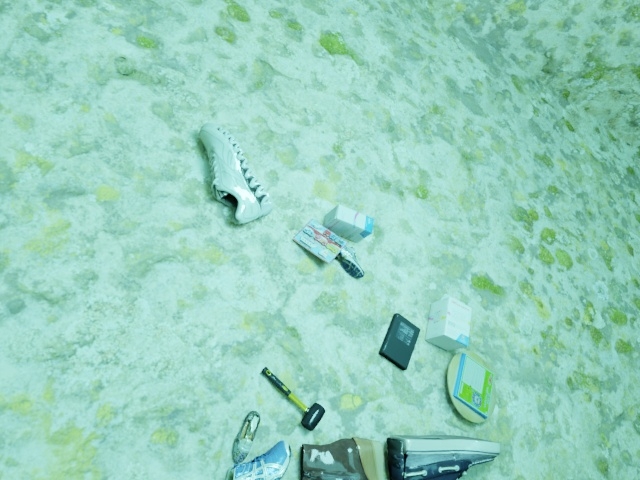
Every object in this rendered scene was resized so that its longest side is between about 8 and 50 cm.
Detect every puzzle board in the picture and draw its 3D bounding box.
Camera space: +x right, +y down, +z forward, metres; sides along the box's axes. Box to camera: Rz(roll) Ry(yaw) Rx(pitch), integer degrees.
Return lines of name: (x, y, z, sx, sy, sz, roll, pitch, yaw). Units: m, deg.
puzzle board: (0.000, 0.000, 1.328, 0.128, 0.011, 0.096, 34, 54, 14)

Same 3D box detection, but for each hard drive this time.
hard drive: (0.230, 0.290, 1.359, 0.094, 0.022, 0.135, 37, 57, -12)

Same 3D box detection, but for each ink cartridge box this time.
ink cartridge box: (0.080, -0.049, 1.374, 0.122, 0.088, 0.052, 20, 62, -21)
ink cartridge box: (0.388, 0.244, 1.426, 0.092, 0.090, 0.143, 28, 58, -17)

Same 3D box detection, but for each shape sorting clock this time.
shape sorting clock: (0.452, 0.435, 1.413, 0.206, 0.040, 0.207, 14, 61, -26)

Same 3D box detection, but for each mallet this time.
mallet: (-0.075, 0.385, 1.146, 0.189, 0.039, 0.062, 38, 53, -6)

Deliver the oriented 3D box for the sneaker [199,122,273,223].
sneaker: (-0.245, -0.176, 1.243, 0.118, 0.110, 0.292, -32, 87, -26)

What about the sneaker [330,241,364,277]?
sneaker: (0.086, 0.047, 1.363, 0.135, 0.052, 0.058, 49, 51, -4)

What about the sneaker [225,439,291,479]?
sneaker: (-0.148, 0.509, 1.024, 0.211, 0.080, 0.081, -37, 93, -36)

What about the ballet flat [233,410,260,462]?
ballet flat: (-0.165, 0.441, 1.067, 0.041, 0.041, 0.115, 28, 59, -16)

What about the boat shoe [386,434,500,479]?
boat shoe: (0.325, 0.601, 1.238, 0.339, 0.127, 0.158, 9, 73, -18)

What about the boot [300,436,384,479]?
boot: (0.054, 0.601, 1.117, 0.206, 0.090, 0.249, 1, 74, -14)
